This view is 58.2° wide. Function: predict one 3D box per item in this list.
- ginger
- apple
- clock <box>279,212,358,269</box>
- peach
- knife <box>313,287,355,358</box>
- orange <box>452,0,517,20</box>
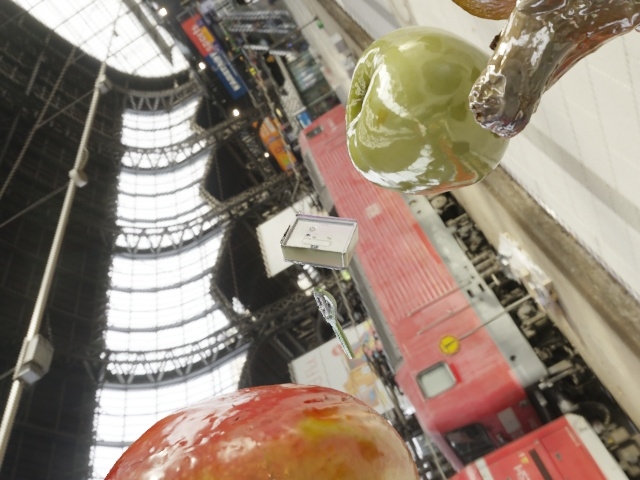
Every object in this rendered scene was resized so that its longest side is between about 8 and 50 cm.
[{"bbox_3d":[0.235,-0.186,0.431,0.122,0.290,0.084,37,-155,-57],"label":"ginger"},{"bbox_3d":[0.157,-0.185,0.859,0.262,0.262,0.262,58,-173,-12],"label":"apple"},{"bbox_3d":[0.000,0.000,1.610,0.147,0.191,0.071,-66,-24,-45],"label":"clock"},{"bbox_3d":[-0.070,0.310,0.620,0.372,0.372,0.290,30,-129,-76],"label":"peach"},{"bbox_3d":[0.025,0.127,0.880,0.022,0.026,0.184,57,173,48],"label":"knife"},{"bbox_3d":[0.198,-0.344,0.606,0.206,0.206,0.206,58,-173,-12],"label":"orange"}]
